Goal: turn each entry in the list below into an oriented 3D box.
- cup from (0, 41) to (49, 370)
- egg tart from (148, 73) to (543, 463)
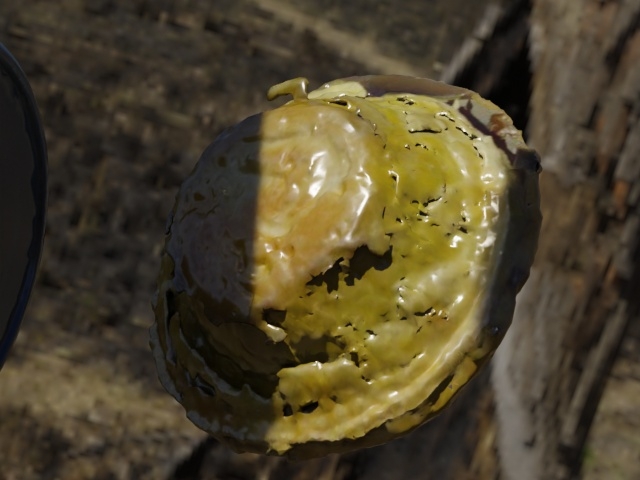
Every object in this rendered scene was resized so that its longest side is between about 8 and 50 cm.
[{"bbox_3d":[-0.166,-0.010,0.410,0.155,0.131,0.176,12,12,19],"label":"cup"},{"bbox_3d":[0.000,0.000,0.938,0.241,0.241,0.106,33,-7,45],"label":"egg tart"}]
